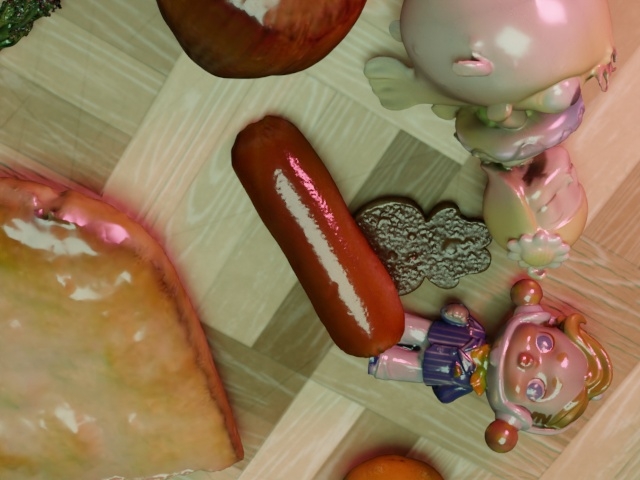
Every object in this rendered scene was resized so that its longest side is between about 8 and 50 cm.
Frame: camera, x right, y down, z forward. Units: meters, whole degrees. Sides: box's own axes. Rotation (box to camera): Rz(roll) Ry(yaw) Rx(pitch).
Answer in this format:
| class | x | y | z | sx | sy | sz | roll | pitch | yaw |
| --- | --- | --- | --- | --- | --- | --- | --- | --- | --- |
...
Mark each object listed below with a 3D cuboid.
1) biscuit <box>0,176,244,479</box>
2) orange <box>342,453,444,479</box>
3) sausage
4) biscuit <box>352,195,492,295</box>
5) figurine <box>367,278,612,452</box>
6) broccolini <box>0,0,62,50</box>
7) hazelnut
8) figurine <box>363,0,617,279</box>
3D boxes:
| class | x | y | z | sx | sy | sz | roll | pitch | yaw |
| --- | --- | --- | --- | --- | --- | --- | --- | --- | --- |
| biscuit | -0.355 | 0.130 | 1.356 | 0.429 | 0.104 | 0.446 | -14 | 118 | 6 |
| orange | 0.094 | 0.344 | 1.443 | 0.156 | 0.134 | 0.157 | 1 | 103 | 3 |
| sausage | 0.000 | 0.000 | 1.281 | 0.089 | 0.083 | 0.300 | -26 | 103 | 30 |
| biscuit | 0.110 | 0.007 | 1.335 | 0.175 | 0.026 | 0.124 | 1 | 115 | 2 |
| figurine | 0.195 | 0.154 | 1.352 | 0.274 | 0.133 | 0.194 | -11 | 73 | 2 |
| broccolini | -0.365 | -0.199 | 1.235 | 0.239 | 0.051 | 0.054 | -37 | 116 | 24 |
| hazelnut | -0.061 | -0.239 | 1.132 | 0.210 | 0.186 | 0.210 | -7 | 115 | -16 |
| figurine | 0.184 | -0.131 | 1.212 | 0.274 | 0.227 | 0.394 | 4 | 133 | 33 |
